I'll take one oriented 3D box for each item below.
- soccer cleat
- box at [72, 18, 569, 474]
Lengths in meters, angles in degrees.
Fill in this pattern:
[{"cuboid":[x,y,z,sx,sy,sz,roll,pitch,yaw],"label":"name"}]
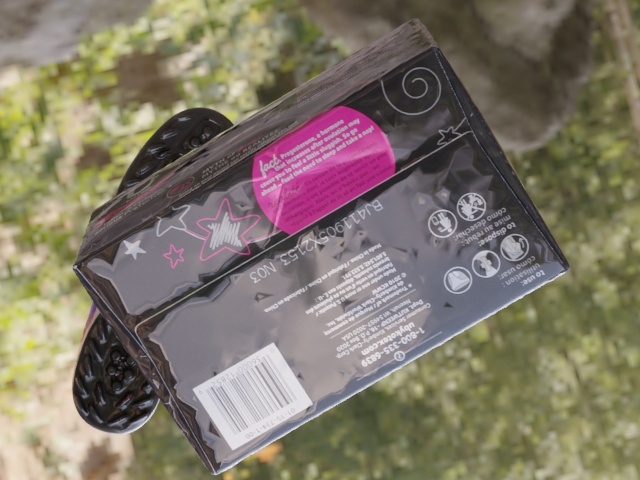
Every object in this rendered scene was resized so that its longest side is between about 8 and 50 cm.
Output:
[{"cuboid":[-0.160,0.025,1.718,0.109,0.318,0.116,17,-179,-7],"label":"soccer cleat"},{"cuboid":[0.000,0.000,1.101,0.247,0.163,0.142,-31,-166,7],"label":"box"}]
